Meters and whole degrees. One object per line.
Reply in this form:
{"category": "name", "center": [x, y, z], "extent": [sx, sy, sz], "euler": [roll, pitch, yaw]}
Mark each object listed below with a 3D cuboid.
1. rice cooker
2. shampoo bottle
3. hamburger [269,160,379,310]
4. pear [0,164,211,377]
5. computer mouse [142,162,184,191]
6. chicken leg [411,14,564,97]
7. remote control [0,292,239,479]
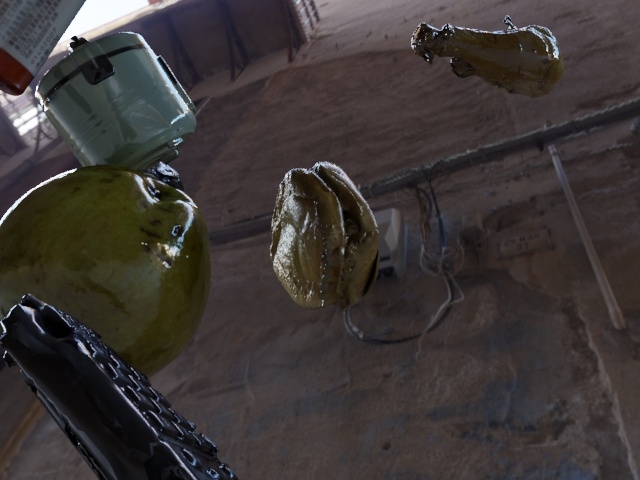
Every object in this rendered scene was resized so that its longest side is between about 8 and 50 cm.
{"category": "rice cooker", "center": [-0.350, -0.232, 1.051], "extent": [0.226, 0.226, 0.244], "euler": [-33, -82, 27]}
{"category": "shampoo bottle", "center": [-0.305, -0.215, 0.581], "extent": [0.104, 0.104, 0.278], "euler": [31, -100, -11]}
{"category": "hamburger", "center": [-0.001, -0.001, 0.873], "extent": [0.108, 0.213, 0.213], "euler": [-13, -53, -22]}
{"category": "pear", "center": [-0.297, 0.039, 0.858], "extent": [0.304, 0.304, 0.303], "euler": [5, -56, 7]}
{"category": "computer mouse", "center": [-0.360, -0.098, 1.231], "extent": [0.078, 0.242, 0.146], "euler": [16, -75, 34]}
{"category": "chicken leg", "center": [0.206, -0.235, 0.752], "extent": [0.208, 0.101, 0.085], "euler": [6, -42, -19]}
{"category": "remote control", "center": [-0.089, 0.182, 0.418], "extent": [0.399, 0.062, 0.144], "euler": [37, -13, 27]}
